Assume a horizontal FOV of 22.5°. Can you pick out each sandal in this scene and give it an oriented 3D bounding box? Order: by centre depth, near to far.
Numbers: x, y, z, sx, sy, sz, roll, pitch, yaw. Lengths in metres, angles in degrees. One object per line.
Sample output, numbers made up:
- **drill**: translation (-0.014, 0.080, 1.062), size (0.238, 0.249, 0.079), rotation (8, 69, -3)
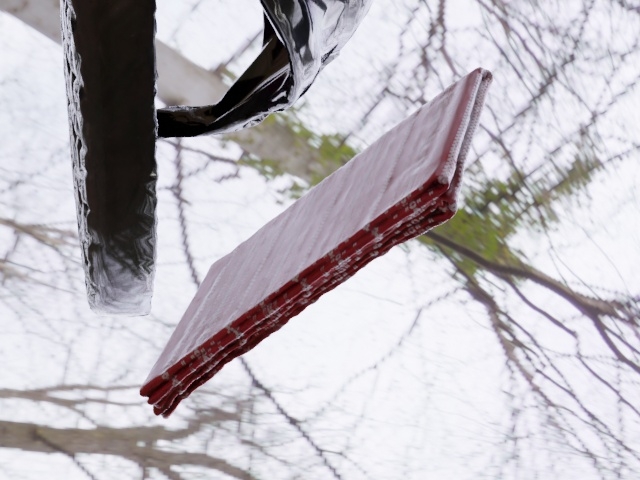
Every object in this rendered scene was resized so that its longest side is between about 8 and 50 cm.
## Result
- **sandal**: translation (-0.028, -0.145, 0.507), size (0.107, 0.446, 0.167), rotation (3, -141, -8)

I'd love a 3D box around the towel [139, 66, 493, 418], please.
- **towel**: translation (0.000, 0.000, 1.088), size (0.275, 0.199, 0.031), rotation (-36, -75, 27)
